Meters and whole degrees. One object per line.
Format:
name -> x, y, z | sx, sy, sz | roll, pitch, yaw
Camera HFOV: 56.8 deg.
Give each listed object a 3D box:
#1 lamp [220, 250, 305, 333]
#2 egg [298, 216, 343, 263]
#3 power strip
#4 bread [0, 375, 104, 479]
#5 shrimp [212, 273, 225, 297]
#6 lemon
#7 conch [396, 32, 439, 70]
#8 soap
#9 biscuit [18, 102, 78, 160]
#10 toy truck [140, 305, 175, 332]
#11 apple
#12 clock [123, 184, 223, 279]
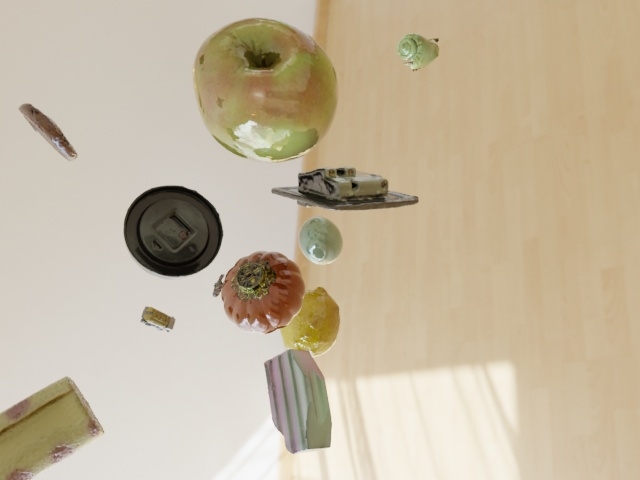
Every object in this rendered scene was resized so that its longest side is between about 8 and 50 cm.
lamp -> -0.148, 0.133, 1.528 | 0.223, 0.196, 0.223 | -8, 58, 13
egg -> 0.000, 0.000, 2.296 | 0.168, 0.231, 0.168 | -8, 57, 13
power strip -> 0.054, -0.124, 1.356 | 0.251, 0.257, 0.092 | 10, 105, 53
bread -> -0.725, 0.492, 1.443 | 0.187, 0.338, 0.155 | 54, 154, 10
shrimp -> -0.335, 0.145, 1.961 | 0.038, 0.029, 0.092 | 41, 100, 34
lemon -> -0.037, 0.309, 2.222 | 0.233, 0.234, 0.288 | 36, 112, 61
conch -> 0.291, -0.543, 1.717 | 0.079, 0.170, 0.105 | 17, 112, 46
soap -> -0.068, 0.516, 1.902 | 0.193, 0.109, 0.323 | -35, 54, 37
biscuit -> -0.733, -0.294, 1.605 | 0.049, 0.192, 0.192 | -47, 25, -12
toy truck -> -0.490, 0.238, 1.788 | 0.063, 0.123, 0.052 | 2, 67, 28
apple -> -0.119, -0.321, 1.316 | 0.277, 0.319, 0.319 | 101, 170, -64
clock -> -0.490, -0.027, 1.975 | 0.067, 0.325, 0.325 | 141, 136, -62
